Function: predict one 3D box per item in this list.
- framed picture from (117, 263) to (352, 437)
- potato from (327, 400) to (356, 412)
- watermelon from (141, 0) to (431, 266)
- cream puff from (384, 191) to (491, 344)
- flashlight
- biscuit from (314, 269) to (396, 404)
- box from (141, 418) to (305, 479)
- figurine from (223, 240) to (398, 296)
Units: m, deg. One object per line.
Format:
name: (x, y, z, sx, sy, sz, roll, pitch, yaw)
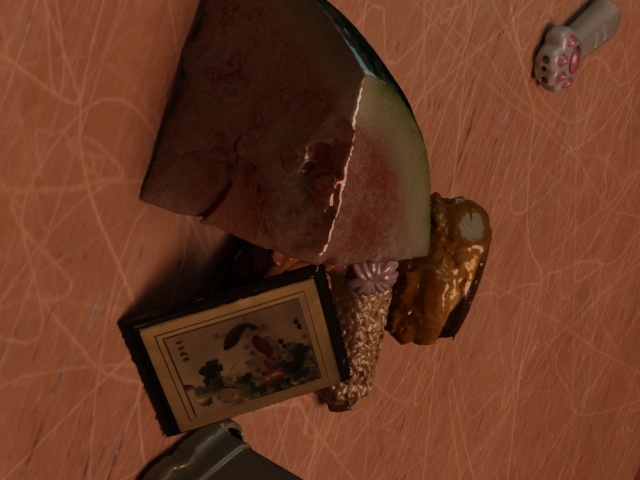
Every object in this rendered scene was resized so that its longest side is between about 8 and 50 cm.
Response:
framed picture: (-0.075, 0.109, 1.492, 0.199, 0.010, 0.195, -17, 138, -2)
potato: (0.024, 0.179, 1.856, 0.093, 0.036, 0.037, -31, 101, -76)
watermelon: (-0.017, -0.089, 1.384, 0.232, 0.193, 0.310, -46, 139, -33)
cream puff: (0.117, 0.032, 1.806, 0.189, 0.129, 0.189, 21, 90, -89)
flashlight: (0.350, -0.268, 2.111, 0.200, 0.048, 0.093, -40, 141, -43)
biscuit: (0.029, 0.098, 1.742, 0.070, 0.082, 0.168, -20, 127, -54)
box: (-0.080, 0.363, 1.626, 0.175, 0.182, 0.311, -35, 138, -48)
figurine: (-0.002, 0.001, 1.571, 0.240, 0.116, 0.174, -47, 149, -23)
